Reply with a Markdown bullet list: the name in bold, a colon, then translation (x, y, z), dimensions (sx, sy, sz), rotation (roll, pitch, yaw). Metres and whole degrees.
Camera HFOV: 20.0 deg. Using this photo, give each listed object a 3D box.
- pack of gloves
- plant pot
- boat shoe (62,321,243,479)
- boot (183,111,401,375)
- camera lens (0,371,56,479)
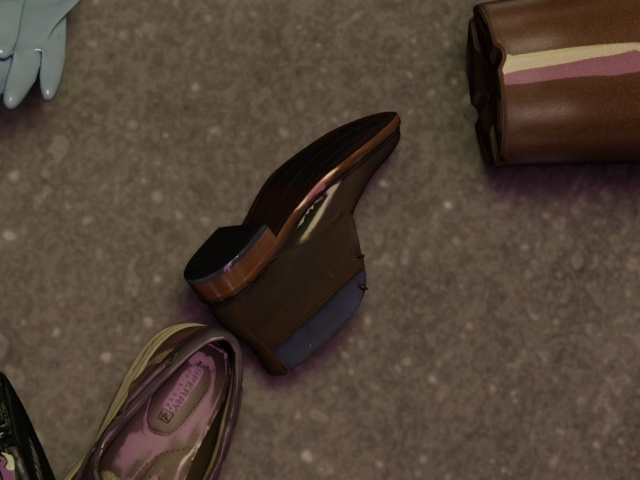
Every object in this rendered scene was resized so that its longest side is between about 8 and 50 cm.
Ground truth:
- **pack of gloves**: translation (-0.267, -0.198, 1.327), dimensions (0.195, 0.046, 0.232), rotation (23, 55, -16)
- **plant pot**: translation (0.203, -0.125, 1.376), dimensions (0.165, 0.167, 0.167), rotation (-7, 80, -5)
- **boat shoe**: translation (-0.132, 0.183, 1.266), dimensions (0.103, 0.092, 0.285), rotation (29, 75, -6)
- **boot**: translation (0.000, 0.000, 1.358), dimensions (0.219, 0.082, 0.106), rotation (-43, 114, -25)
- **camera lens**: translation (-0.305, 0.199, 1.148), dimensions (0.274, 0.219, 0.219), rotation (-22, 84, -5)
